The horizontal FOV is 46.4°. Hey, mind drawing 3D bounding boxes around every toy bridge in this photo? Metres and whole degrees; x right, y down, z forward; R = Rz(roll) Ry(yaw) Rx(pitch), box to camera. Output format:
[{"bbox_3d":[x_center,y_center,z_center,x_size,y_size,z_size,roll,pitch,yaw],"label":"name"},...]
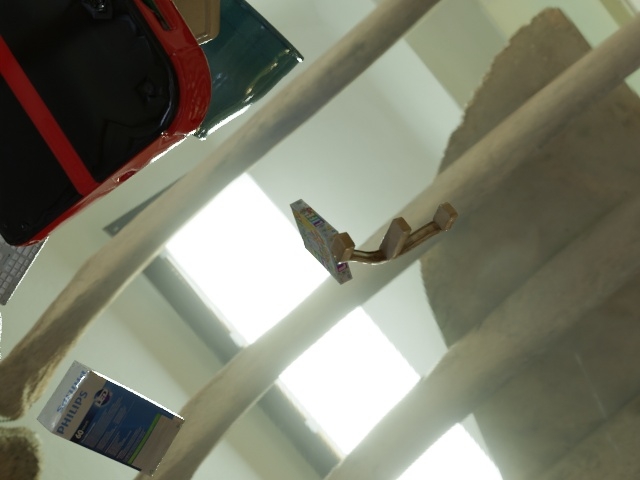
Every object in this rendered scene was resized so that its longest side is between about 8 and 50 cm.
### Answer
[{"bbox_3d":[0.094,-0.001,0.945,0.188,0.063,0.026,-16,-125,-32],"label":"toy bridge"}]

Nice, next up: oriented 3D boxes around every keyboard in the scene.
[{"bbox_3d":[-0.478,-0.021,1.223,0.072,0.014,0.256,30,-98,-2],"label":"keyboard"}]

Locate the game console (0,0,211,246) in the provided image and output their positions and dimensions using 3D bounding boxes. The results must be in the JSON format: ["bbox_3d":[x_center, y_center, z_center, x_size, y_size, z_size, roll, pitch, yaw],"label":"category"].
[{"bbox_3d":[-0.321,-0.220,0.784,0.386,0.342,0.060,58,-149,-4],"label":"game console"}]

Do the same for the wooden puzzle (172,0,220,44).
[{"bbox_3d":[-0.239,-0.352,1.077,0.238,0.221,0.044,-36,-113,-29],"label":"wooden puzzle"}]

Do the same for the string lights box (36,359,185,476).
[{"bbox_3d":[-0.408,0.356,1.481,0.259,0.076,0.133,43,-108,-39],"label":"string lights box"}]

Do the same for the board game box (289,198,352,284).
[{"bbox_3d":[0.000,0.000,1.330,0.154,0.026,0.103,43,156,54],"label":"board game box"}]

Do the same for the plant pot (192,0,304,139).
[{"bbox_3d":[-0.214,-0.344,1.436,0.271,0.255,0.271,41,-174,-5],"label":"plant pot"}]
